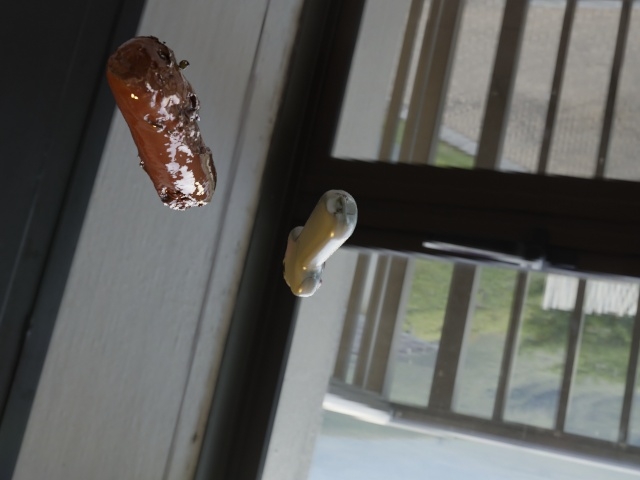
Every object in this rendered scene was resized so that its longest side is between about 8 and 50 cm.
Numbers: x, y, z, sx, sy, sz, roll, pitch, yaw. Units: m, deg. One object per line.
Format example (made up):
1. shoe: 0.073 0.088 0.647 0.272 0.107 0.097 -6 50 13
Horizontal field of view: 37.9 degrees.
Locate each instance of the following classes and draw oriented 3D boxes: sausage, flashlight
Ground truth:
1. sausage: -0.152 -0.099 0.957 0.079 0.087 0.327 -24 162 -8
2. flashlight: 0.000 0.000 1.144 0.047 0.093 0.200 5 154 -18
